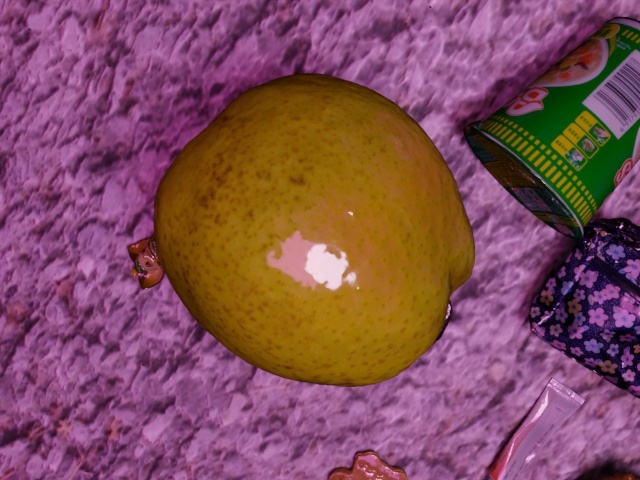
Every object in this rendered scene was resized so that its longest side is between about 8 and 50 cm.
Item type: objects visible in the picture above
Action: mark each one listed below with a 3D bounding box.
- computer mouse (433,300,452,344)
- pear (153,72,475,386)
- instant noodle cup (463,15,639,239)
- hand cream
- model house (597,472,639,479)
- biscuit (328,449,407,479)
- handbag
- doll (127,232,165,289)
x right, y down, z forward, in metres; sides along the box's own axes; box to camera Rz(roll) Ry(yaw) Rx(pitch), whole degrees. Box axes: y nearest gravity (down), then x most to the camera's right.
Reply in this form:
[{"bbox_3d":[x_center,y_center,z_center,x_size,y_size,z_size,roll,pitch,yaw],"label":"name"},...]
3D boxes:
[{"bbox_3d":[0.136,0.069,0.970,0.106,0.062,0.192,-6,90,9],"label":"computer mouse"},{"bbox_3d":[0.000,0.000,0.810,0.391,0.391,0.390,1,102,5],"label":"pear"},{"bbox_3d":[0.337,-0.154,0.845,0.207,0.207,0.232,44,96,-4],"label":"instant noodle cup"},{"bbox_3d":[0.317,0.312,1.021,0.052,0.038,0.216,31,98,-26],"label":"hand cream"},{"bbox_3d":[0.450,0.471,0.983,0.220,0.199,0.229,-19,71,-29],"label":"model house"},{"bbox_3d":[0.062,0.426,1.070,0.133,0.027,0.184,43,102,-6],"label":"biscuit"},{"bbox_3d":[0.416,0.086,0.895,0.229,0.127,0.207,34,121,11],"label":"handbag"},{"bbox_3d":[-0.241,0.022,1.009,0.113,0.077,0.078,-40,68,40],"label":"doll"}]
